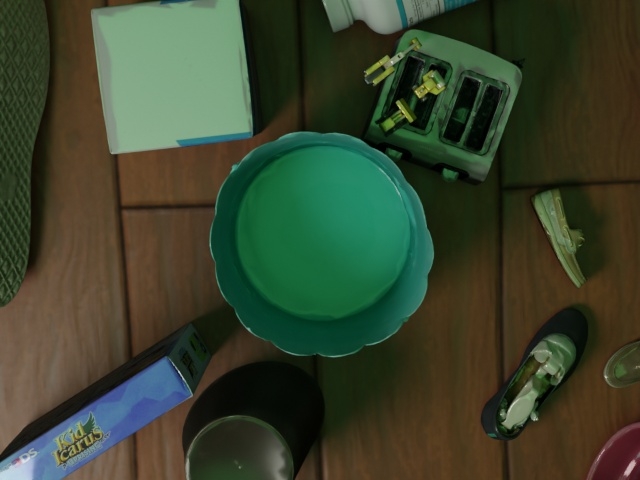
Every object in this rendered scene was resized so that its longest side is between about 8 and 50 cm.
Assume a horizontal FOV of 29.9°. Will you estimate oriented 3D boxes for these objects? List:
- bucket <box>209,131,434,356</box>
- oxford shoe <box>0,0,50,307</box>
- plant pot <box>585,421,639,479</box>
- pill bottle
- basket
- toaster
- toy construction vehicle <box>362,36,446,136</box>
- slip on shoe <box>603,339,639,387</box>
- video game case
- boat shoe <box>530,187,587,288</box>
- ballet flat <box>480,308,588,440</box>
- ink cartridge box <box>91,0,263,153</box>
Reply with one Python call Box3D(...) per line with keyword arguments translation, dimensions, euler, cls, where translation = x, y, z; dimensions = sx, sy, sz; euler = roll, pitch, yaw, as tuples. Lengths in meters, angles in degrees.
Box3D(translation=(0.000, 0.000, 1.494), dimensions=(0.281, 0.183, 0.281), euler=(0, 94, 1), cls="bucket")
Box3D(translation=(-0.435, -0.137, 1.508), dimensions=(0.130, 0.169, 0.450), euler=(10, 96, 20), cls="oxford shoe")
Box3D(translation=(0.460, 0.350, 1.521), dimensions=(0.180, 0.201, 0.201), euler=(21, 95, -17), cls="plant pot")
Box3D(translation=(0.122, -0.347, 1.483), dimensions=(0.264, 0.146, 0.146), euler=(-20, 94, 2), cls="pill bottle")
Box3D(translation=(-0.090, 0.254, 1.492), dimensions=(0.204, 0.227, 0.154), euler=(-32, 94, 2), cls="basket")
Box3D(translation=(0.156, -0.174, 1.515), dimensions=(0.168, 0.110, 0.186), euler=(20, 94, -2), cls="toaster")
Box3D(translation=(0.096, -0.185, 1.441), dimensions=(0.098, 0.035, 0.086), euler=(-34, 93, 3), cls="toy construction vehicle")
Box3D(translation=(0.436, 0.153, 1.571), dimensions=(0.135, 0.041, 0.051), euler=(-23, 94, 2), cls="slip on shoe")
Box3D(translation=(-0.269, 0.214, 1.482), dimensions=(0.269, 0.244, 0.061), euler=(-33, 94, 3), cls="video game case")
Box3D(translation=(0.319, -0.004, 1.556), dimensions=(0.045, 0.050, 0.135), euler=(-26, 94, 8), cls="boat shoe")
Box3D(translation=(0.285, 0.179, 1.561), dimensions=(0.074, 0.074, 0.203), euler=(37, 94, -2), cls="ballet flat")
Box3D(translation=(-0.165, -0.199, 1.455), dimensions=(0.171, 0.233, 0.168), euler=(-7, 96, 1), cls="ink cartridge box")
